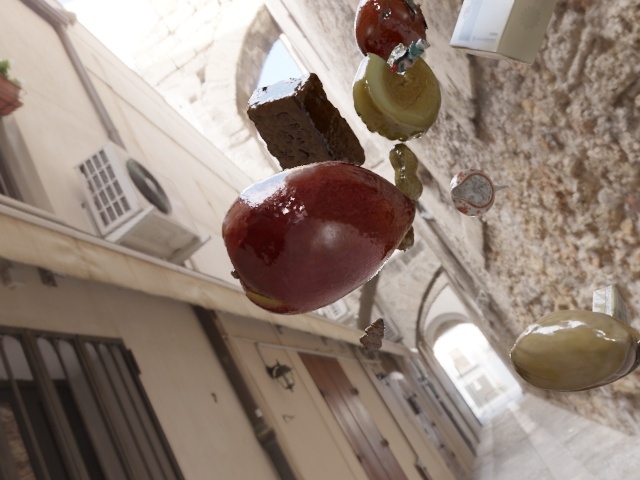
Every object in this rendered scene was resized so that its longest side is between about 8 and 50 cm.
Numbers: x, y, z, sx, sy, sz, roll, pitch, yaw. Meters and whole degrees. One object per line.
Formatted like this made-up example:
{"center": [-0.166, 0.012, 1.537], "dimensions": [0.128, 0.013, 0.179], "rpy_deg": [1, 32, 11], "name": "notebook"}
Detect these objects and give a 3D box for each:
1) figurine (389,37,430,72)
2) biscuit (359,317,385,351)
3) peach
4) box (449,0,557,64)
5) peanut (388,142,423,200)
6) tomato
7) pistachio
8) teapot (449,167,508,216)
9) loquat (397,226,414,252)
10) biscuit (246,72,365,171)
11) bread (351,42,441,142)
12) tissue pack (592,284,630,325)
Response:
{"center": [0.223, -0.461, 1.391], "dimensions": [0.106, 0.047, 0.060], "rpy_deg": [-37, 3, 39], "name": "figurine"}
{"center": [0.199, 0.345, 2.038], "dimensions": [0.119, 0.019, 0.130], "rpy_deg": [23, -91, -39], "name": "biscuit"}
{"center": [0.000, 0.000, 0.950], "dimensions": [0.361, 0.258, 0.201], "rpy_deg": [-14, 16, 3], "name": "peach"}
{"center": [0.376, -0.465, 1.145], "dimensions": [0.095, 0.212, 0.168], "rpy_deg": [12, -72, -19], "name": "box"}
{"center": [0.268, -0.213, 1.730], "dimensions": [0.089, 0.193, 0.089], "rpy_deg": [-10, -11, -2], "name": "peanut"}
{"center": [0.211, -0.726, 1.948], "dimensions": [0.170, 0.309, 0.309], "rpy_deg": [-34, -17, -33], "name": "tomato"}
{"center": [0.567, 0.248, 1.257], "dimensions": [0.293, 0.182, 0.162], "rpy_deg": [-19, -27, 41], "name": "pistachio"}
{"center": [0.512, -0.160, 1.839], "dimensions": [0.245, 0.159, 0.116], "rpy_deg": [-16, -13, -20], "name": "teapot"}
{"center": [0.316, -0.020, 2.208], "dimensions": [0.113, 0.137, 0.137], "rpy_deg": [-24, -22, -18], "name": "loquat"}
{"center": [-0.063, -0.384, 1.990], "dimensions": [0.342, 0.395, 0.166], "rpy_deg": [-1, 46, 46], "name": "biscuit"}
{"center": [0.237, -0.453, 1.761], "dimensions": [0.333, 0.333, 0.160], "rpy_deg": [-18, -5, -34], "name": "bread"}
{"center": [1.051, 0.279, 2.007], "dimensions": [0.092, 0.148, 0.196], "rpy_deg": [-25, 16, 38], "name": "tissue pack"}
